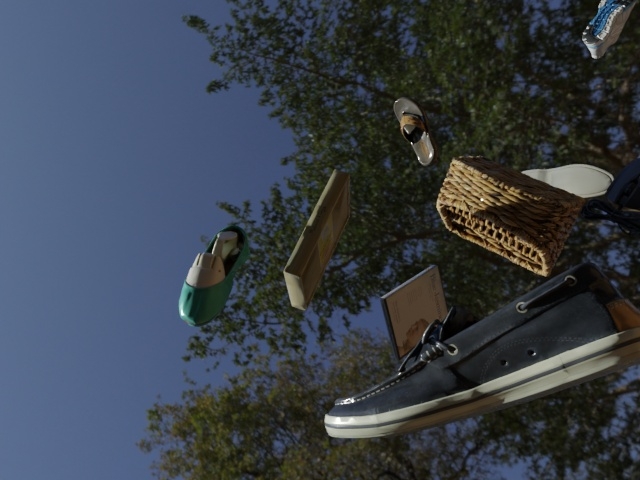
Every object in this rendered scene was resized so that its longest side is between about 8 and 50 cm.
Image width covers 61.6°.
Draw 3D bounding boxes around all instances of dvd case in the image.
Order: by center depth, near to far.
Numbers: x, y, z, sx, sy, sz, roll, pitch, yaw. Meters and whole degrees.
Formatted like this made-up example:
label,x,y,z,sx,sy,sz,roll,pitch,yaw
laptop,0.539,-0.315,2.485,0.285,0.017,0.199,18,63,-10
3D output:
label,x,y,z,sx,sy,sz,roll,pitch,yaw
dvd case,0.269,0.194,1.488,0.253,0.022,0.180,-25,-75,-40

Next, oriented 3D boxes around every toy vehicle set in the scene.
label,x,y,z,sx,sy,sz,roll,pitch,yaw
toy vehicle set,0.000,0.000,1.145,0.166,0.035,0.267,85,-153,-59

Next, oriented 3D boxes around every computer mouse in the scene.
label,x,y,z,sx,sy,sz,roll,pitch,yaw
computer mouse,0.755,-0.135,1.241,0.272,0.188,0.072,-41,-54,-12

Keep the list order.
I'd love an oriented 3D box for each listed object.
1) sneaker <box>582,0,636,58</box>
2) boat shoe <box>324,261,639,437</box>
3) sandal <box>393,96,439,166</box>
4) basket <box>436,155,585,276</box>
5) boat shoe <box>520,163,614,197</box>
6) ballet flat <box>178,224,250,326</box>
label,x,y,z,sx,sy,sz,roll,pitch,yaw
sneaker,0.693,-0.517,1.280,0.190,0.071,0.083,-52,-44,-4
boat shoe,0.217,0.184,0.807,0.187,0.500,0.156,19,-133,-54
sandal,0.262,-0.308,1.516,0.060,0.090,0.219,-13,-101,-38
basket,0.423,-0.048,1.274,0.213,0.299,0.223,-14,-52,-51
boat shoe,0.656,-0.145,1.447,0.079,0.254,0.095,25,-111,-49
ballet flat,-0.186,0.045,0.934,0.083,0.247,0.087,4,-61,9
